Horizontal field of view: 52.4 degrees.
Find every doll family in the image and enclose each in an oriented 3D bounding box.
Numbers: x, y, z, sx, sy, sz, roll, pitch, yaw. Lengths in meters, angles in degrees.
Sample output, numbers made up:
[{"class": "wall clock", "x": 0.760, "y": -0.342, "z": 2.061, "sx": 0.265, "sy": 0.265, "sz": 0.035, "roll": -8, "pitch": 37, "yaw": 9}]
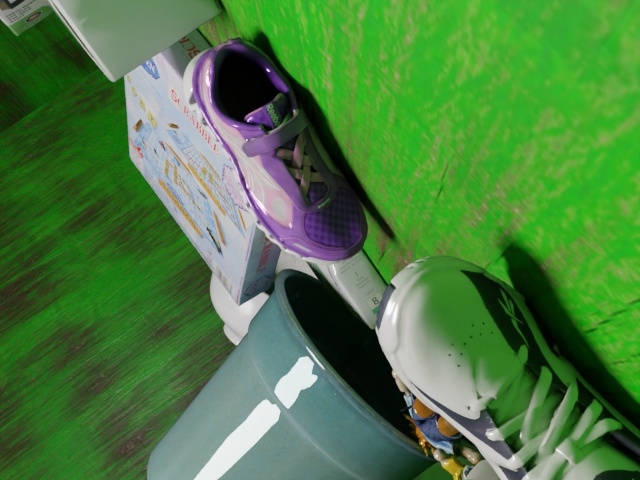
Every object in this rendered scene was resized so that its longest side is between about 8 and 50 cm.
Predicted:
[{"class": "doll family", "x": 0.140, "y": 0.208, "z": 0.670, "sx": 0.263, "sy": 0.118, "sz": 0.163, "roll": 50, "pitch": 172, "yaw": 22}]

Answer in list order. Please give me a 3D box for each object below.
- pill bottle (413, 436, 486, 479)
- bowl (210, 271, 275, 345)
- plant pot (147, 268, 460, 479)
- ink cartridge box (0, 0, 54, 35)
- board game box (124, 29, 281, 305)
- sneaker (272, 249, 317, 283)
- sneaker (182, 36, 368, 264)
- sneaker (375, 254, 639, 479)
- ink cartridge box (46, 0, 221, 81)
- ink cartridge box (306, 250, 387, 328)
[{"class": "pill bottle", "x": 0.176, "y": 0.379, "z": 1.115, "sx": 0.152, "sy": 0.152, "sz": 0.272, "roll": 54, "pitch": 172, "yaw": -3}, {"class": "bowl", "x": -0.087, "y": 0.133, "z": 1.195, "sx": 0.298, "sy": 0.134, "sz": 0.298, "roll": 27, "pitch": -172, "yaw": -4}, {"class": "plant pot", "x": -0.043, "y": 0.275, "z": 0.923, "sx": 0.341, "sy": 0.334, "sz": 0.341, "roll": 42, "pitch": -168, "yaw": -11}, {"class": "ink cartridge box", "x": -0.438, "y": -0.439, "z": 0.964, "sx": 0.117, "sy": 0.201, "sz": 0.278, "roll": 54, "pitch": 172, "yaw": -9}, {"class": "board game box", "x": -0.160, "y": -0.111, "z": 0.887, "sx": 0.318, "sy": 0.066, "sz": 0.318, "roll": 51, "pitch": 152, "yaw": 17}, {"class": "sneaker", "x": -0.065, "y": 0.012, "z": 1.197, "sx": 0.296, "sy": 0.104, "sz": 0.147, "roll": 43, "pitch": -178, "yaw": 30}, {"class": "sneaker", "x": -0.037, "y": -0.081, "z": 0.576, "sx": 0.236, "sy": 0.095, "sz": 0.104, "roll": 55, "pitch": 165, "yaw": -4}, {"class": "sneaker", "x": 0.134, "y": 0.112, "z": 0.363, "sx": 0.235, "sy": 0.094, "sz": 0.153, "roll": 57, "pitch": 171, "yaw": -26}, {"class": "ink cartridge box", "x": -0.202, "y": -0.256, "z": 0.620, "sx": 0.176, "sy": 0.128, "sz": 0.127, "roll": 46, "pitch": 170, "yaw": 50}, {"class": "ink cartridge box", "x": 0.000, "y": 0.000, "z": 0.855, "sx": 0.224, "sy": 0.056, "sz": 0.181, "roll": 53, "pitch": 173, "yaw": -13}]
